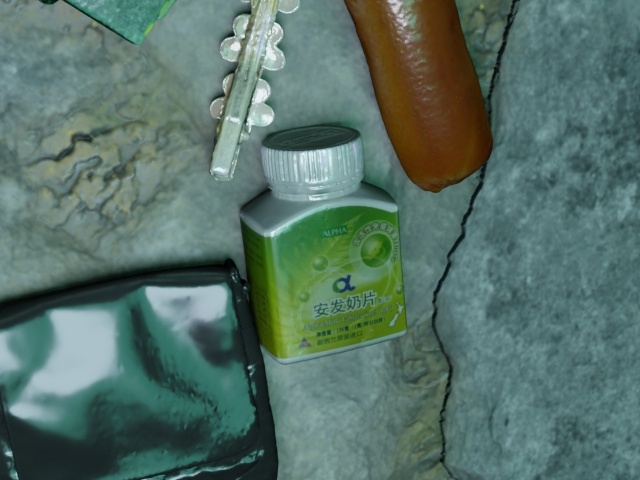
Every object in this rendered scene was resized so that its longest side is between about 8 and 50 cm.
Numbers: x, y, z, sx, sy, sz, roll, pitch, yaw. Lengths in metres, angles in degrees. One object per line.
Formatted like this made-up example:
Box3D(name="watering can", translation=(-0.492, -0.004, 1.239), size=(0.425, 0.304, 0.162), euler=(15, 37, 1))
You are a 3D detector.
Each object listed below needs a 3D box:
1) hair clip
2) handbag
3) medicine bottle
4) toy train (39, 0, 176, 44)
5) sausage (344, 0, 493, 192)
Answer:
Box3D(name="hair clip", translation=(-0.057, -0.153, 0.997), size=(0.062, 0.056, 0.213), euler=(14, 92, -7))
Box3D(name="handbag", translation=(-0.169, 0.139, 1.030), size=(0.247, 0.080, 0.223), euler=(-12, 103, -15))
Box3D(name="medicine bottle", translation=(0.000, 0.000, 1.041), size=(0.132, 0.088, 0.188), euler=(-12, 110, -17))
Box3D(name="toy train", translation=(-0.204, -0.276, 0.863), size=(0.330, 0.138, 0.178), euler=(31, 103, -28))
Box3D(name="sausage", translation=(0.079, -0.174, 1.021), size=(0.089, 0.083, 0.300), euler=(-32, 116, -22))
